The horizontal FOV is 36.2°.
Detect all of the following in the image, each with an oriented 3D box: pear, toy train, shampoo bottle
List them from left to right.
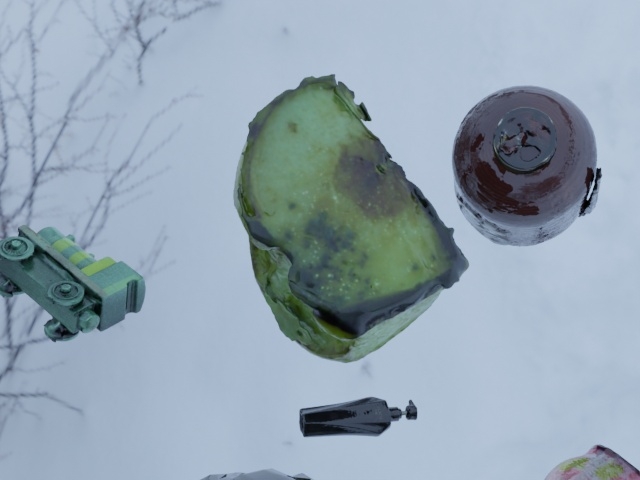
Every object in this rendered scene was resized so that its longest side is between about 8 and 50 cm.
[{"bbox_3d":[-0.342,0.049,1.300,0.200,0.132,0.083,37,133,26],"label":"toy train"},{"bbox_3d":[0.000,0.000,0.981,0.164,0.255,0.238,-32,80,-16],"label":"pear"},{"bbox_3d":[0.045,0.204,1.127,0.027,0.137,0.048,109,154,-56],"label":"shampoo bottle"}]

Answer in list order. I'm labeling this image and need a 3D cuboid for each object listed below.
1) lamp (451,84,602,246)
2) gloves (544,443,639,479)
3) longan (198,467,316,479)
[{"bbox_3d":[0.246,-0.084,1.166,0.180,0.258,0.180,-2,78,8],"label":"lamp"},{"bbox_3d":[0.224,0.314,0.981,0.241,0.126,0.145,-48,-5,-13],"label":"gloves"},{"bbox_3d":[-0.059,0.394,0.855,0.391,0.391,0.391,-26,50,36],"label":"longan"}]
